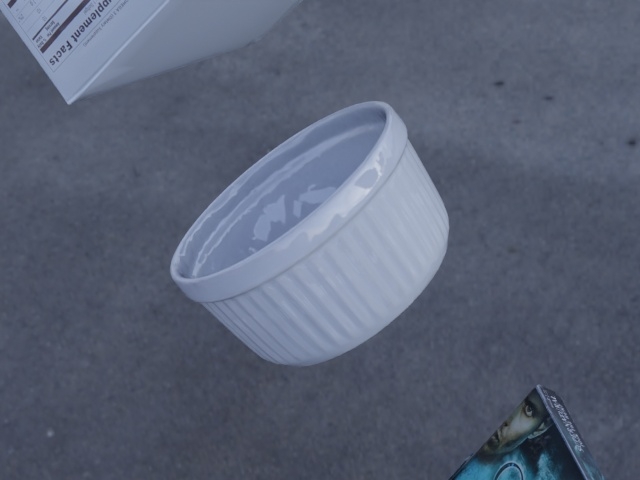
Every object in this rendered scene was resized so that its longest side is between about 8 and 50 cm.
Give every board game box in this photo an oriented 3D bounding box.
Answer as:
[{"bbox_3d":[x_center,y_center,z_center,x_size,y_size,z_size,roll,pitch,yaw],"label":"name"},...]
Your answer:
[{"bbox_3d":[0.140,0.197,0.743,0.026,0.126,0.186,27,22,-25],"label":"board game box"}]

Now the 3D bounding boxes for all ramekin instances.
[{"bbox_3d":[0.000,0.000,0.867,0.207,0.109,0.207,-34,20,14],"label":"ramekin"}]

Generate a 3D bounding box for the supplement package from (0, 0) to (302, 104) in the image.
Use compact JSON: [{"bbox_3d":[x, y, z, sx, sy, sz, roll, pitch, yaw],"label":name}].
[{"bbox_3d":[-0.092,-0.238,0.851,0.204,0.145,0.262,-37,-2,34],"label":"supplement package"}]
